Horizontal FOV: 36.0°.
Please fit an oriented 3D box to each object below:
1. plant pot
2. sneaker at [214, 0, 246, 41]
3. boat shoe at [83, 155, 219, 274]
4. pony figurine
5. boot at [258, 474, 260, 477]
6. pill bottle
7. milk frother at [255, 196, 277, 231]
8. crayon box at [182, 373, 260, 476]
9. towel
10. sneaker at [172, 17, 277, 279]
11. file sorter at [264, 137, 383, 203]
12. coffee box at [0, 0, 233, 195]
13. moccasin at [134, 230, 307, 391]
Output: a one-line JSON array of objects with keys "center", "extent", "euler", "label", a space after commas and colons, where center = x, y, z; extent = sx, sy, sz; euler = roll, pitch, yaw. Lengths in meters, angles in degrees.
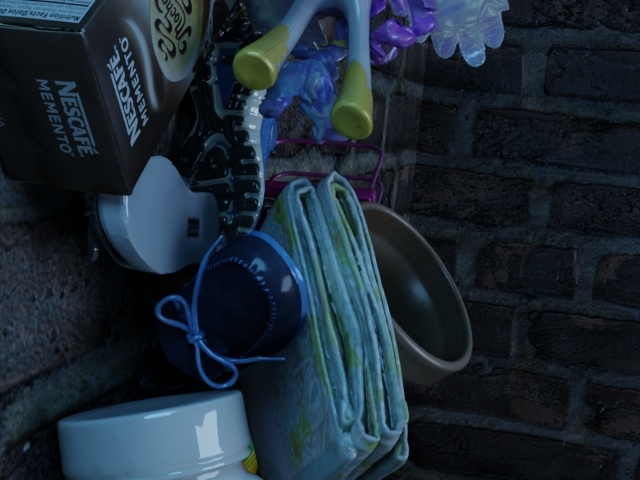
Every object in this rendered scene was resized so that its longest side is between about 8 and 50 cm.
[{"center": [0.044, 0.112, 1.366], "extent": [0.263, 0.229, 0.263], "euler": [37, 32, -28], "label": "plant pot"}, {"center": [-0.129, -0.269, 1.159], "extent": [0.072, 0.077, 0.178], "euler": [68, 33, -62], "label": "sneaker"}, {"center": [-0.186, -0.026, 0.999], "extent": [0.306, 0.105, 0.113], "euler": [-11, 104, -83], "label": "boat shoe"}, {"center": [0.020, -0.271, 0.983], "extent": [0.351, 0.303, 0.363], "euler": [72, 23, -44], "label": "pony figurine"}, {"center": [-0.014, 0.431, 1.380], "extent": [0.203, 0.095, 0.261], "euler": [29, 55, -65], "label": "boot"}, {"center": [-0.143, 0.358, 0.982], "extent": [0.224, 0.224, 0.392], "euler": [9, 73, -76], "label": "pill bottle"}, {"center": [-0.116, 0.000, 1.355], "extent": [0.143, 0.129, 0.134], "euler": [10, 86, -33], "label": "milk frother"}, {"center": [-0.087, 0.358, 1.462], "extent": [0.313, 0.106, 0.362], "euler": [-18, 116, -60], "label": "crayon box"}, {"center": [-0.015, 0.140, 1.139], "extent": [0.374, 0.090, 0.320], "euler": [124, -42, -58], "label": "towel"}, {"center": [-0.105, -0.103, 1.237], "extent": [0.147, 0.130, 0.329], "euler": [43, 55, -71], "label": "sneaker"}, {"center": [0.000, 0.000, 1.580], "extent": [0.182, 0.202, 0.290], "euler": [-69, 161, -55], "label": "file sorter"}, {"center": [-0.184, -0.202, 0.875], "extent": [0.168, 0.119, 0.297], "euler": [84, 19, -46], "label": "coffee box"}, {"center": [-0.115, 0.106, 1.059], "extent": [0.117, 0.137, 0.342], "euler": [-31, 168, -31], "label": "moccasin"}]
